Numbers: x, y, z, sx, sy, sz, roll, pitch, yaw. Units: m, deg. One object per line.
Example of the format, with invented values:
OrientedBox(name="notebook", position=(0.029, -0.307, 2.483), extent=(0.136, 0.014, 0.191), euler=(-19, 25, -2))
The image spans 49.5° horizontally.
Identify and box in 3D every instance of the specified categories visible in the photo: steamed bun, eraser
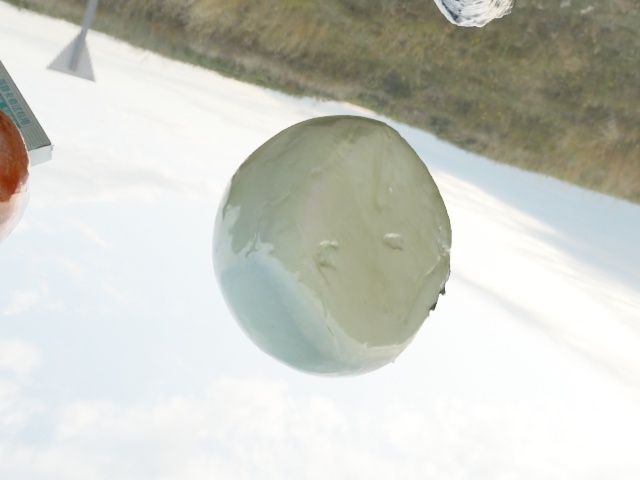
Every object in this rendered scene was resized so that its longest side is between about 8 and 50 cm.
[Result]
OrientedBox(name="steamed bun", position=(0.000, 0.000, 0.931), extent=(0.233, 0.312, 0.334), euler=(-8, -153, 47))
OrientedBox(name="eraser", position=(-0.520, -0.209, 1.107), extent=(0.095, 0.052, 0.225), euler=(-26, -109, -31))

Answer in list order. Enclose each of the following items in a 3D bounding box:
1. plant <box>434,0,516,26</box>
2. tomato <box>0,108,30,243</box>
OrientedBox(name="plant", position=(0.188, -0.343, 0.814), extent=(0.129, 0.132, 0.194), euler=(54, 178, 16))
OrientedBox(name="tomato", position=(-0.443, -0.062, 0.799), extent=(0.188, 0.232, 0.232), euler=(44, -170, -6))
